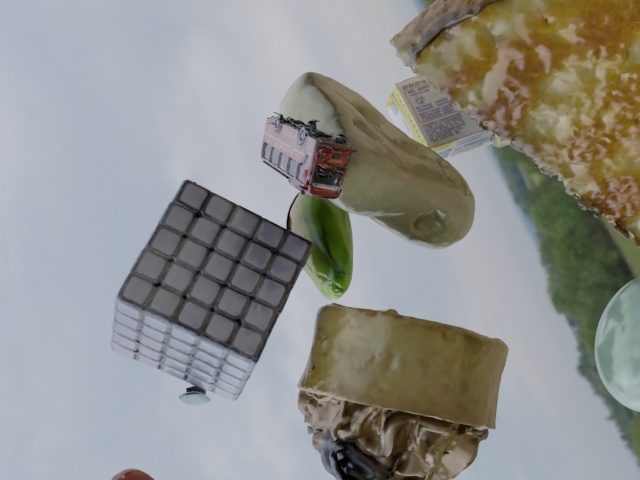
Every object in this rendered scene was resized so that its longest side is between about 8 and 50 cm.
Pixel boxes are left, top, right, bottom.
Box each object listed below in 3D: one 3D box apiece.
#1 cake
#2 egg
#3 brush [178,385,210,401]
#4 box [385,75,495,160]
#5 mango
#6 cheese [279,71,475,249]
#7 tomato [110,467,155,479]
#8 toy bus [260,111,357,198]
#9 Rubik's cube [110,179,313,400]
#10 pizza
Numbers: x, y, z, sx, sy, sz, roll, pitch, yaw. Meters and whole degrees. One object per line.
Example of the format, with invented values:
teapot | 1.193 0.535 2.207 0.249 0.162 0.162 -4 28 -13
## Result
cake | 0.112 0.280 1.439 0.332 0.332 0.321 29 -109 -67
egg | 0.450 0.138 1.254 0.149 0.149 0.192 -25 -56 -76
brush | -0.219 0.263 1.597 0.193 0.043 0.032 92 166 -75
box | 0.287 -0.268 1.878 0.168 0.265 0.097 63 163 19
mango | 0.000 0.000 1.696 0.111 0.125 0.233 7 -119 -31
cheese | 0.090 -0.148 1.578 0.351 0.129 0.328 20 -152 -40
tomato | -0.375 0.548 1.891 0.139 0.091 0.159 31 -118 -50
toy bus | -0.025 -0.130 1.368 0.235 0.073 0.096 -139 57 -62
Rubik's cube | -0.181 0.087 1.480 0.238 0.237 0.237 26 -117 -4
pizza | 0.306 -0.125 0.868 0.130 0.440 0.406 -93 -12 -47
